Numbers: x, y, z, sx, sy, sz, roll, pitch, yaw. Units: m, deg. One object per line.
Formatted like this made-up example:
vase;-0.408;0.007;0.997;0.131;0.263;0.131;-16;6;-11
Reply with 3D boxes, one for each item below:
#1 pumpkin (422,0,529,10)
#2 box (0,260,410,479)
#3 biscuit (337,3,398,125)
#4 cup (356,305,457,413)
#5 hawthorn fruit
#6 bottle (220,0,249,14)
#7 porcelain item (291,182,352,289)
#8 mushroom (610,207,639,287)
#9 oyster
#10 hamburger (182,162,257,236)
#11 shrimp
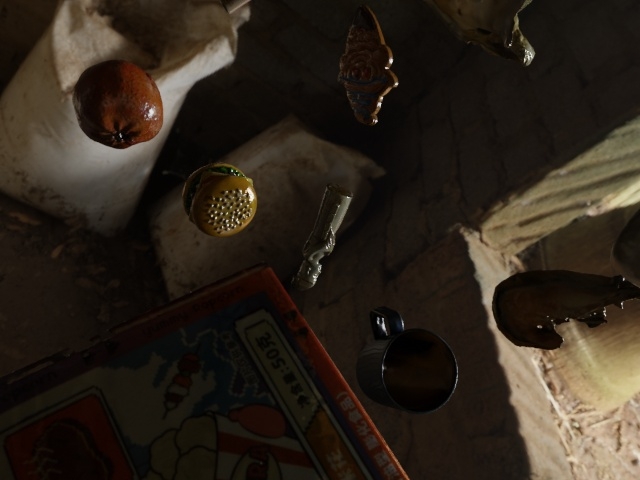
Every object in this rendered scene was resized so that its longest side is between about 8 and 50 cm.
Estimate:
pumpkin;0.325;-0.696;1.282;0.454;0.344;0.454;56;6;-9
box;-0.098;0.269;0.464;0.318;0.257;0.349;-23;63;-23
biscuit;0.107;-0.416;1.380;0.043;0.183;0.280;-19;110;-42
cup;0.124;0.178;0.866;0.113;0.138;0.150;13;75;-10
hawthorn fruit;-0.416;-0.294;1.195;0.179;0.179;0.200;16;54;-40
bottle;-0.203;-0.612;1.452;0.045;0.096;0.045;59;6;-11
porcelain item;0.000;0.000;1.098;0.054;0.213;0.084;21;18;-2
mushroom;0.438;-0.094;0.499;0.126;0.397;0.177;32;2;-34
oyster;0.200;-0.364;0.744;0.275;0.100;0.271;39;-8;6
hamburger;-0.214;-0.085;1.240;0.162;0.162;0.115;15;22;-41
shrimp;0.378;0.102;0.817;0.066;0.262;0.117;37;58;-69
